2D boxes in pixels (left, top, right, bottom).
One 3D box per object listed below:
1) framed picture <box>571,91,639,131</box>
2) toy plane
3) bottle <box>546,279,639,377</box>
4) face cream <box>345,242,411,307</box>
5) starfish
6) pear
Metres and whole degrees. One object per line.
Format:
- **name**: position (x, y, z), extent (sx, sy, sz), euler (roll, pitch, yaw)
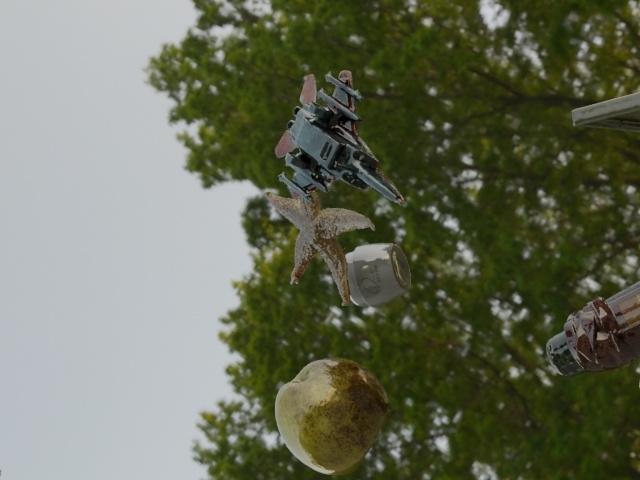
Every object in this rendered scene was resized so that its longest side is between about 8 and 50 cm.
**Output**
- **framed picture**: position (0.462, -0.156, 1.096), extent (0.324, 0.240, 0.020), euler (-4, -96, -48)
- **toy plane**: position (0.028, -0.132, 1.478), extent (0.104, 0.326, 0.223), euler (14, -70, -32)
- **bottle**: position (0.545, 0.162, 1.794), extent (0.271, 0.143, 0.156), euler (-33, -30, 30)
- **face cream**: position (0.102, 0.062, 1.783), extent (0.117, 0.104, 0.117), euler (42, -141, -48)
- **starfish**: position (0.004, -0.001, 1.714), extent (0.048, 0.295, 0.231), euler (-23, -67, -38)
- **pear**: position (0.016, 0.294, 1.660), extent (0.197, 0.197, 0.197), euler (-28, -47, -35)
